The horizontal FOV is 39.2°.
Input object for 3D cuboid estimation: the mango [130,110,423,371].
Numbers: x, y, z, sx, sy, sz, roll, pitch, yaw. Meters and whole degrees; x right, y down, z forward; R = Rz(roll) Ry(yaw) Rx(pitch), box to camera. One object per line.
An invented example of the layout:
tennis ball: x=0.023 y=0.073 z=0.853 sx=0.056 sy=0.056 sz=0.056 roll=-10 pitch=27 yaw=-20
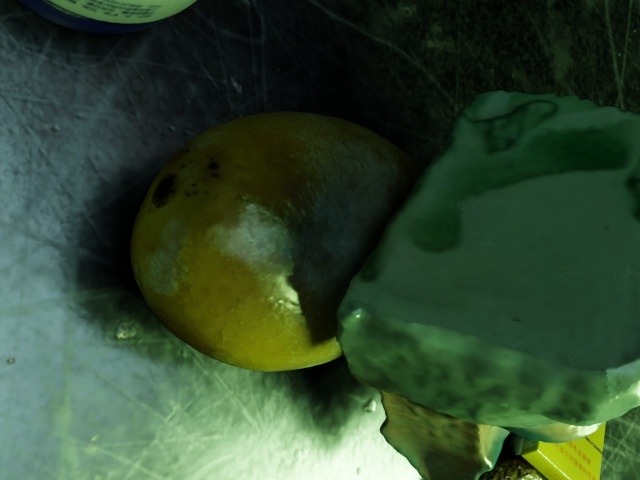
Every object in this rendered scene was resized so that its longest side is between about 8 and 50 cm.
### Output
mango: x=0.000 y=0.000 z=0.689 sx=0.316 sy=0.146 sz=0.192 roll=-1 pitch=94 yaw=-43

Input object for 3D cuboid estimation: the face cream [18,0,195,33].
face cream: x=-0.149 y=-0.261 z=0.643 sx=0.206 sy=0.111 sz=0.205 roll=5 pitch=80 yaw=-32

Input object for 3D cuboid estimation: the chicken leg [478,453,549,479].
chicken leg: x=0.201 y=0.257 z=0.832 sx=0.234 sy=0.063 sz=0.105 roll=36 pitch=62 yaw=-21

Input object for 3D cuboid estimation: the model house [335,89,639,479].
model house: x=0.167 y=0.089 z=0.710 sx=0.267 sy=0.194 sz=0.324 roll=-56 pitch=151 yaw=-37

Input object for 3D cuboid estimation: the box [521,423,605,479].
box: x=0.236 y=0.164 z=0.852 sx=0.087 sy=0.023 sz=0.155 roll=40 pitch=43 yaw=-14
